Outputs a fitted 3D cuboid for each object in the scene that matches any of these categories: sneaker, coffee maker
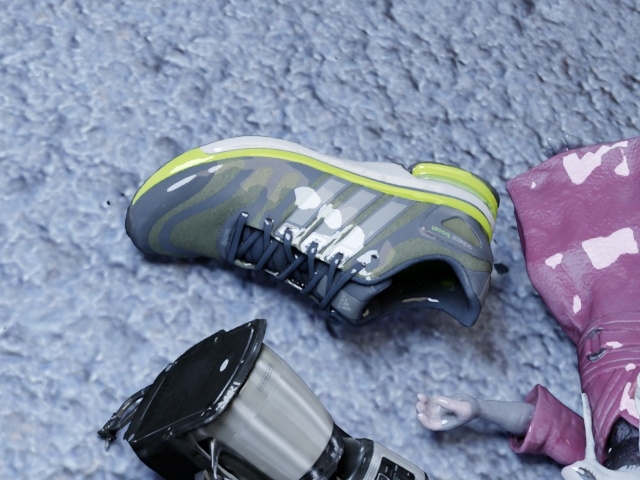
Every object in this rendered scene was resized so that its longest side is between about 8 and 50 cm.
[{"bbox_3d":[0.000,0.000,1.301,0.300,0.111,0.121,3,49,-10],"label":"sneaker"},{"bbox_3d":[-0.036,0.154,1.190,0.178,0.171,0.120,44,71,-19],"label":"coffee maker"}]

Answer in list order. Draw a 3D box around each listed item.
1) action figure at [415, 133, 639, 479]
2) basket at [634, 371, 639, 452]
[{"bbox_3d":[0.249,0.097,1.361,0.276,0.248,0.370,39,47,-44],"label":"action figure"},{"bbox_3d":[0.399,0.239,1.089,0.266,0.331,0.328,-8,95,-14],"label":"basket"}]
